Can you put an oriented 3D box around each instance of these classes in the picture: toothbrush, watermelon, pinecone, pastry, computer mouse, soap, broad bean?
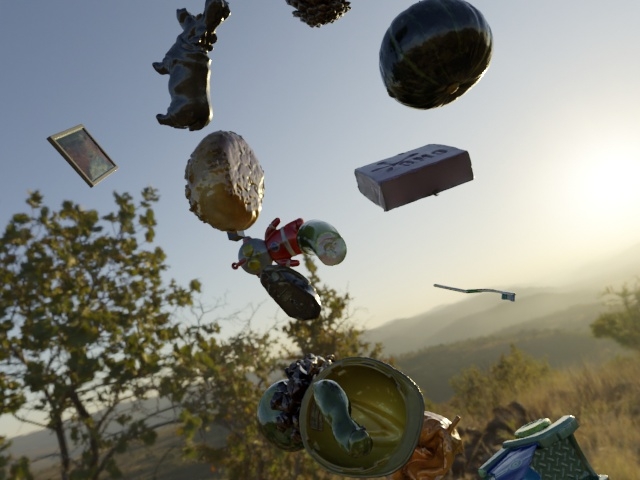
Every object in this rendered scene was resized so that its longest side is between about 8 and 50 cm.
[{"bbox_3d":[0.490,0.160,1.758,0.030,0.030,0.304,-10,11,-39],"label":"toothbrush"},{"bbox_3d":[-0.069,0.480,1.470,0.188,0.215,0.188,-45,-16,-16],"label":"watermelon"},{"bbox_3d":[-0.018,0.352,1.194,0.208,0.207,0.208,-19,-11,-4],"label":"pinecone"},{"bbox_3d":[-0.293,-0.169,1.612,0.184,0.315,0.284,-15,-39,20],"label":"pastry"},{"bbox_3d":[-0.070,0.130,1.408,0.106,0.192,0.062,-41,10,34],"label":"computer mouse"},{"bbox_3d":[0.281,-0.203,1.699,0.296,0.107,0.285,-20,18,-8],"label":"soap"},{"bbox_3d":[0.028,0.272,0.857,0.048,0.070,0.214,-7,15,-20],"label":"broad bean"},{"bbox_3d":[-0.008,-0.666,1.420,0.184,0.204,0.179,-20,11,10],"label":"pinecone"}]

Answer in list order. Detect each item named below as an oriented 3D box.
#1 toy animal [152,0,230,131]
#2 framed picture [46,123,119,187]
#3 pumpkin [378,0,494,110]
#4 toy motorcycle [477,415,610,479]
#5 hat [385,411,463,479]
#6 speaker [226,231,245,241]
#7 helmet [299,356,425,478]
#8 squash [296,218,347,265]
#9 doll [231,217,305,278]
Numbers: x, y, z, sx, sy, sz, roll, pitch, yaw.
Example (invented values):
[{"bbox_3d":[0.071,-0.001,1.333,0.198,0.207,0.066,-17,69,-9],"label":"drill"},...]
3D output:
[{"bbox_3d":[-0.334,-0.449,1.379,0.169,0.342,0.106,17,14,21],"label":"toy animal"},{"bbox_3d":[-0.723,-0.265,1.678,0.016,0.184,0.250,-34,17,10],"label":"framed picture"},{"bbox_3d":[0.319,-0.514,1.526,0.323,0.241,0.323,-19,-28,-10],"label":"pumpkin"},{"bbox_3d":[0.478,0.534,1.202,0.327,0.191,0.200,-17,-18,-30],"label":"toy motorcycle"},{"bbox_3d":[0.286,0.510,1.429,0.233,0.244,0.233,-36,-15,-51],"label":"hat"},{"bbox_3d":[-0.295,-0.091,1.776,0.040,0.191,0.046,-27,-20,22],"label":"speaker"},{"bbox_3d":[0.096,0.330,0.980,0.257,0.205,0.140,3,-27,40],"label":"helmet"},{"bbox_3d":[0.000,0.000,1.149,0.083,0.083,0.250,-18,8,-9],"label":"squash"},{"bbox_3d":[-0.138,0.025,1.468,0.245,0.142,0.076,-23,-5,13],"label":"doll"}]
